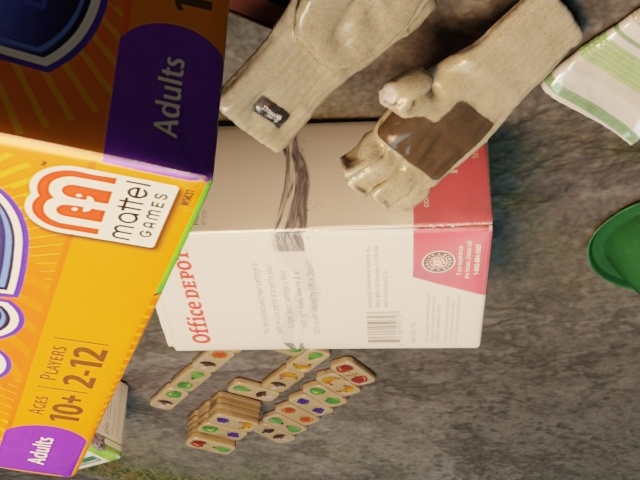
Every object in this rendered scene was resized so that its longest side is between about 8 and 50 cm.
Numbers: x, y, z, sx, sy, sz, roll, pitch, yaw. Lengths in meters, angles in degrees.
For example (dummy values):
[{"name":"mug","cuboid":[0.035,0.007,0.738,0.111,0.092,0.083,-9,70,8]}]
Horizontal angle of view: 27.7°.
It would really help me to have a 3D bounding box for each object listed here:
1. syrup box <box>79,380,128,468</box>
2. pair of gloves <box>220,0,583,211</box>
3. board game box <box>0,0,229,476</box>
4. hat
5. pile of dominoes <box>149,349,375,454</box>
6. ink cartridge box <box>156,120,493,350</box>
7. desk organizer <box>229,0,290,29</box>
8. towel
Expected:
[{"name":"syrup box","cuboid":[-0.324,0.165,1.413,0.093,0.096,0.237,-19,143,30]},{"name":"pair of gloves","cuboid":[0.059,-0.127,0.915,0.240,0.042,0.204,25,113,-45]},{"name":"board game box","cuboid":[-0.259,-0.120,0.715,0.356,0.356,0.356,12,147,-14]},{"name":"hat","cuboid":[0.346,0.070,1.153,0.173,0.183,0.208,28,139,-34]},{"name":"pile of dominoes","cuboid":[-0.066,0.183,1.483,0.196,0.040,0.251,18,144,-24]},{"name":"ink cartridge box","cuboid":[0.000,0.000,1.117,0.283,0.117,0.207,-1,148,3]},{"name":"desk organizer","cuboid":[-0.035,-0.183,0.898,0.130,0.047,0.050,18,142,-24]},{"name":"towel","cuboid":[0.259,-0.133,0.987,0.113,0.023,0.152,23,142,-31]}]
